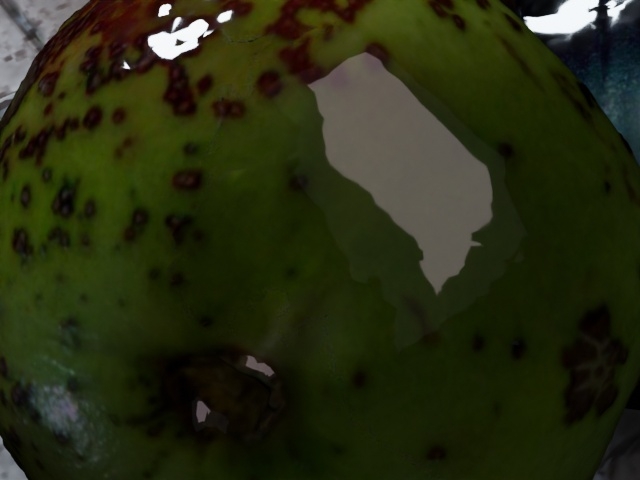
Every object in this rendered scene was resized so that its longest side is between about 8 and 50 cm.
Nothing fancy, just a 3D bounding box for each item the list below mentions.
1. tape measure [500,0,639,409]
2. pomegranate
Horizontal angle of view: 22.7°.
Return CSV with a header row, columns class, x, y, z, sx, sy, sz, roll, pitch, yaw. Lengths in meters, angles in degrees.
class,x,y,z,sx,sy,sz,roll,pitch,yaw
tape measure,0.141,-0.037,0.637,0.223,0.135,0.202,-49,128,-55
pomegranate,0.000,0.000,0.508,0.214,0.214,0.248,38,21,-9
